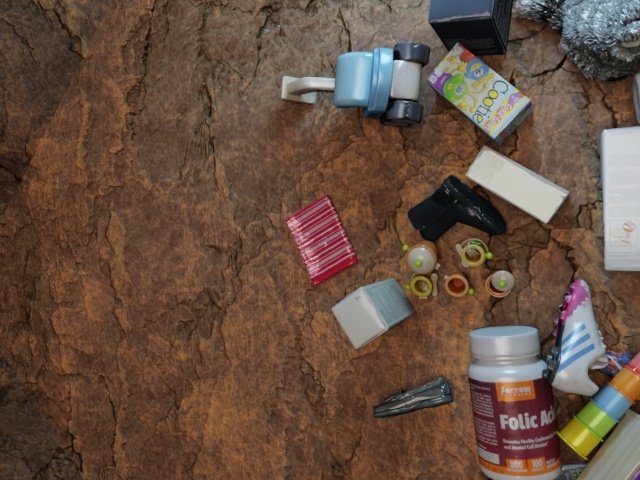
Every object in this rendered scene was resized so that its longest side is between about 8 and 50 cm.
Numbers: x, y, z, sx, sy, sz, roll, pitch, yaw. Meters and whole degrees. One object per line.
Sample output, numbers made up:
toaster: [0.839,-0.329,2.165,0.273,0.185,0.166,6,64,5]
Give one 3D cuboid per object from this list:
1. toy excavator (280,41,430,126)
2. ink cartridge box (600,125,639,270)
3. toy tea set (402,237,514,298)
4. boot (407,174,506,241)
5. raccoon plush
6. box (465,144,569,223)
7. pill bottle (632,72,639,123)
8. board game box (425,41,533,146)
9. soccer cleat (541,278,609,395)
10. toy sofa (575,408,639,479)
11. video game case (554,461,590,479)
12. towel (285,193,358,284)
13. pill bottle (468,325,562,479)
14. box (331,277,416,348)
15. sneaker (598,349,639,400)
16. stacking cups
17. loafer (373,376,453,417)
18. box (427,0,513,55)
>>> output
toy excavator: [0.087,-0.501,1.646,0.445,0.433,0.222,7,98,-2]
ink cartridge box: [0.916,-0.114,1.352,0.308,0.091,0.385,-1,96,26]
toy tea set: [0.406,0.097,1.548,0.336,0.124,0.200,-3,107,26]
boot: [0.414,-0.061,1.581,0.246,0.094,0.207,39,133,-4]
raccoon plush: [0.694,-0.566,1.329,0.446,0.299,0.216,23,100,24]
box: [0.575,-0.164,1.504,0.275,0.094,0.113,38,106,21]
pill bottle: [0.943,-0.384,1.298,0.245,0.136,0.136,-7,87,26]
board game box: [0.473,-0.431,1.524,0.275,0.144,0.142,47,109,18]
soccer cleat: [0.701,0.262,1.377,0.143,0.116,0.331,19,61,18]
toy sofa: [0.760,0.618,1.302,0.150,0.177,0.362,38,90,-10]
video game case: [0.748,0.737,1.464,0.173,0.022,0.190,-18,82,25]
towel: [0.000,0.000,1.822,0.199,0.031,0.275,-29,78,23]
pill bottle: [0.541,0.451,1.451,0.224,0.224,0.392,-8,87,26]
box: [0.173,0.215,1.581,0.121,0.311,0.148,-38,75,22]
sneaker: [0.803,0.334,1.413,0.221,0.083,0.087,42,94,14]
stacking cups: [0.761,0.423,1.326,0.096,0.096,0.316,45,97,19]
loafer: [0.293,0.511,1.660,0.267,0.096,0.084,-19,62,18]
box: [0.438,-0.720,1.457,0.182,0.294,0.296,7,93,26]
